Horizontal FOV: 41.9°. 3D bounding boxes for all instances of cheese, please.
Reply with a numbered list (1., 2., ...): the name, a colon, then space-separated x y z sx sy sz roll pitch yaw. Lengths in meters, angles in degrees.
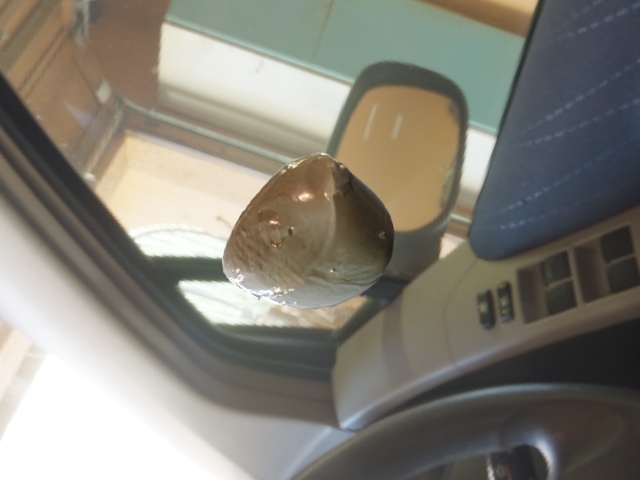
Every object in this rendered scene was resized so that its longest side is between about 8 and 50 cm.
1. cheese: 0.000 0.000 1.028 0.198 0.154 0.189 -44 -30 21
